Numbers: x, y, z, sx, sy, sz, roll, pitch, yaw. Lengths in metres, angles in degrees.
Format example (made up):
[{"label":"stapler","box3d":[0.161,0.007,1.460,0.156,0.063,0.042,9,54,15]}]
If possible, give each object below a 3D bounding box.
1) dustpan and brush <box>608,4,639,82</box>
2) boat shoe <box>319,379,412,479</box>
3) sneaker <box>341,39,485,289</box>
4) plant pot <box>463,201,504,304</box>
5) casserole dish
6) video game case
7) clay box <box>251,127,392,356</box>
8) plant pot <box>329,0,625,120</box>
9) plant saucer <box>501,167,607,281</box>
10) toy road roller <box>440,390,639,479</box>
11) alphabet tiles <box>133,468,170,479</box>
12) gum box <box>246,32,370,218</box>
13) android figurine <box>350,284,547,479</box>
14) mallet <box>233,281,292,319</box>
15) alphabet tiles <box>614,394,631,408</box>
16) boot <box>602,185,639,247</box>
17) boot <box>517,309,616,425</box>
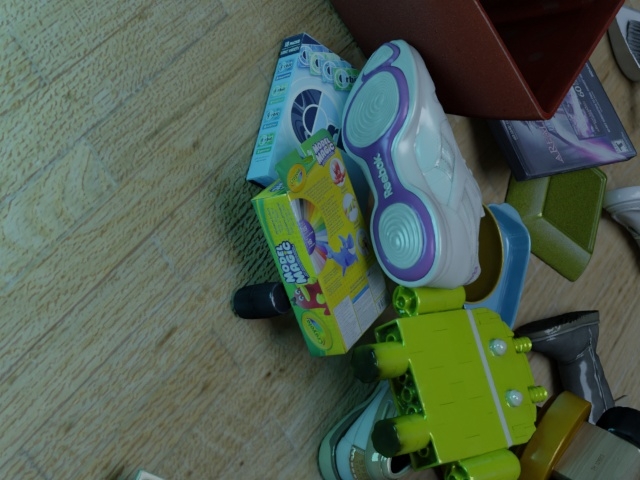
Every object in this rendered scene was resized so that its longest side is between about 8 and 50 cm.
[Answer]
[{"label":"dustpan and brush","box3d":[0.517,-0.274,1.918,0.147,0.060,0.211,5,81,-43]},{"label":"boat shoe","box3d":[0.125,0.191,1.458,0.302,0.103,0.113,-49,116,-37]},{"label":"sneaker","box3d":[0.112,-0.082,1.403,0.152,0.114,0.305,13,62,-48]},{"label":"plant pot","box3d":[0.149,0.015,1.510,0.134,0.095,0.134,7,80,-43]},{"label":"casserole dish","box3d":[0.224,0.040,1.619,0.114,0.037,0.188,32,65,-37]},{"label":"video game case","box3d":[0.323,-0.187,1.706,0.274,0.026,0.196,-12,73,-44]},{"label":"clay box","box3d":[0.000,0.000,1.332,0.127,0.053,0.222,-42,116,-53]},{"label":"plant pot","box3d":[0.172,-0.305,1.475,0.267,0.235,0.267,54,52,-24]},{"label":"plant saucer","box3d":[0.348,-0.062,1.742,0.188,0.045,0.188,32,64,-36]},{"label":"toy road roller","box3d":[0.278,0.327,1.559,0.202,0.240,0.329,-45,152,-38]},{"label":"alphabet tiles","box3d":[-0.137,0.398,1.196,0.342,0.011,0.285,29,75,-27]},{"label":"gum box","box3d":[0.003,-0.124,1.426,0.157,0.041,0.184,29,65,-37]},{"label":"android figurine","box3d":[0.158,0.164,1.382,0.273,0.056,0.248,-2,71,-41]},{"label":"mallet","box3d":[-0.025,0.058,1.387,0.189,0.062,0.039,-11,91,-58]},{"label":"alphabet tiles","box3d":[0.422,0.370,1.783,0.198,0.009,0.237,-17,96,-43]},{"label":"boot","box3d":[0.524,-0.009,1.865,0.258,0.095,0.123,8,72,-44]},{"label":"boot","box3d":[0.355,0.209,1.699,0.189,0.076,0.209,-6,92,-43]}]
